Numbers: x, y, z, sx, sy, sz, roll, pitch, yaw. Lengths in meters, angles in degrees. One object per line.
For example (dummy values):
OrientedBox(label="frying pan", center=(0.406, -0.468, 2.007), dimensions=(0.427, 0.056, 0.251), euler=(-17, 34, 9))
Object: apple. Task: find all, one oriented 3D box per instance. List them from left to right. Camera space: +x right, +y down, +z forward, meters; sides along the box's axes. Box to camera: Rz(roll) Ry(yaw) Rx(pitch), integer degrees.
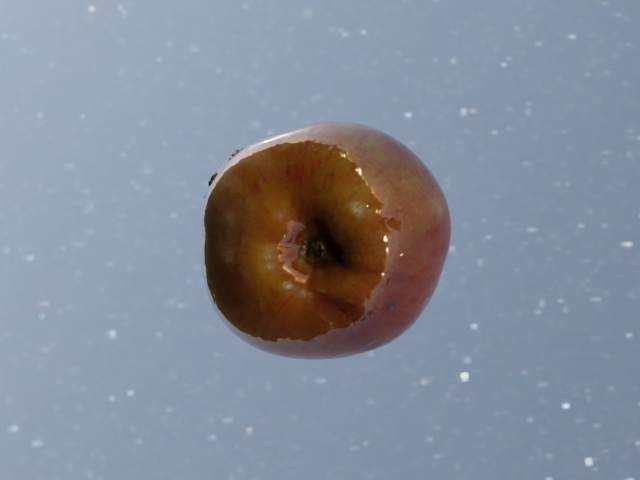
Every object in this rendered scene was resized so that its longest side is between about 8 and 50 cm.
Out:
OrientedBox(label="apple", center=(0.000, 0.000, 1.212), dimensions=(0.164, 0.209, 0.209), euler=(-55, 154, -76))
